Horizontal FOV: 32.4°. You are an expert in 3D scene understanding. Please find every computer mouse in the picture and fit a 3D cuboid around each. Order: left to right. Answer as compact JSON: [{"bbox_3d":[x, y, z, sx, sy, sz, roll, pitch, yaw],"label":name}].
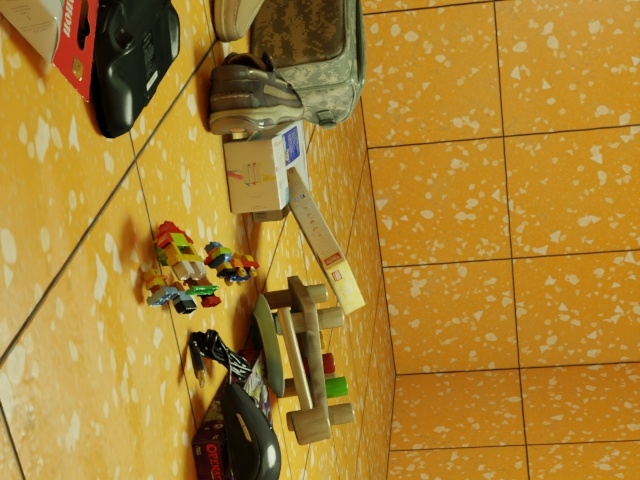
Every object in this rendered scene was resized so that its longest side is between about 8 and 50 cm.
[{"bbox_3d":[-0.117,0.246,1.599,0.184,0.060,0.262,51,21,-51],"label":"computer mouse"}]

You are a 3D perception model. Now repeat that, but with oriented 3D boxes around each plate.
[{"bbox_3d":[-0.098,0.188,1.949,0.188,0.024,0.188,170,-90,-78],"label":"plate"}]

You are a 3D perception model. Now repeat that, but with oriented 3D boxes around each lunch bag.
[{"bbox_3d":[-0.011,-0.417,2.289,0.256,0.212,0.305,62,24,-62],"label":"lunch bag"}]

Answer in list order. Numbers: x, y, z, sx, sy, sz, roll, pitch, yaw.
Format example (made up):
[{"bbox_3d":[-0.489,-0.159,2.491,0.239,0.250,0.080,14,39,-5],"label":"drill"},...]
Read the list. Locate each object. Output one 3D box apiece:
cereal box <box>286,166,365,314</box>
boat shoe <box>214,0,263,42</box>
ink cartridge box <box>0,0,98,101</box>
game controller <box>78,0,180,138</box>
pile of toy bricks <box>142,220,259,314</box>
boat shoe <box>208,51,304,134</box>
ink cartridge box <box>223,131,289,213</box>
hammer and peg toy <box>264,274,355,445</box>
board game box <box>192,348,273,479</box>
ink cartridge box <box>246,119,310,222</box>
[{"bbox_3d":[0.000,0.000,2.028,0.240,0.047,0.173,63,-2,35],"label":"cereal box"},{"bbox_3d":[-0.092,-0.498,1.926,0.121,0.110,0.341,60,48,-75],"label":"boat shoe"},{"bbox_3d":[-0.262,-0.274,1.111,0.225,0.056,0.181,51,34,-58],"label":"ink cartridge box"},{"bbox_3d":[-0.233,-0.253,1.388,0.319,0.067,0.167,-77,175,-60],"label":"game controller"},{"bbox_3d":[-0.181,0.025,1.480,0.105,0.118,0.212,60,20,15],"label":"pile of toy bricks"},{"bbox_3d":[-0.107,-0.264,1.910,0.355,0.132,0.130,-59,144,-76],"label":"boat shoe"},{"bbox_3d":[-0.112,-0.127,1.934,0.092,0.089,0.143,-52,136,-77],"label":"ink cartridge box"},{"bbox_3d":[-0.014,0.215,2.000,0.361,0.127,0.266,-131,-147,-77],"label":"hammer and peg toy"},{"bbox_3d":[-0.130,0.333,1.762,0.347,0.056,0.208,-67,155,-71],"label":"board game box"},{"bbox_3d":[-0.083,-0.147,2.215,0.333,0.065,0.165,-50,135,-75],"label":"ink cartridge box"}]
